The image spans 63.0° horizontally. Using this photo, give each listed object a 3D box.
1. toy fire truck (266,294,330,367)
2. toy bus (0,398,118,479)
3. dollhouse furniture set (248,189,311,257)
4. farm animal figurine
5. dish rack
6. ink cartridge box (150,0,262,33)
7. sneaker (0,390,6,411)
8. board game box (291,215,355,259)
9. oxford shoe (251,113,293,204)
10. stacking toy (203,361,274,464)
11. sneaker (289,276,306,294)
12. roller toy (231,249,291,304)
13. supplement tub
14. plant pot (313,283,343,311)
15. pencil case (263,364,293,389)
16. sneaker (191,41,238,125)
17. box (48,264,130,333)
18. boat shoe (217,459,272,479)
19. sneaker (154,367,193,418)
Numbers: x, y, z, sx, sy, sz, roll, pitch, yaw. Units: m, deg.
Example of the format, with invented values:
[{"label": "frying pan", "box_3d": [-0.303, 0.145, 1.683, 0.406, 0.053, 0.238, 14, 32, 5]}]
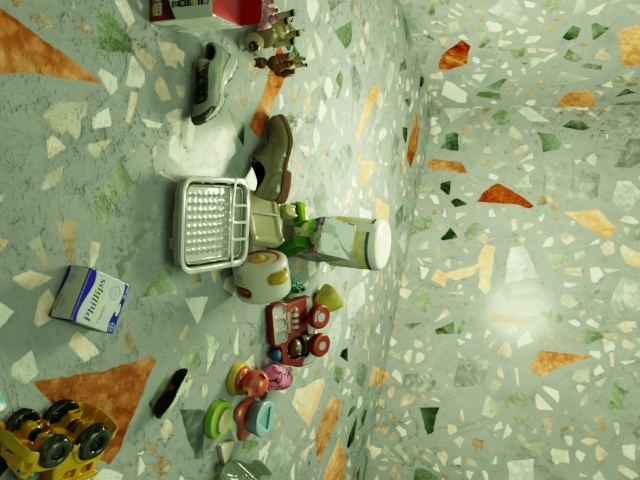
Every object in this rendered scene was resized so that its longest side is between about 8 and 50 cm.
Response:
[{"label": "toy fire truck", "box_3d": [-0.106, 0.373, 2.118, 0.253, 0.169, 0.302, -13, 108, -39]}, {"label": "toy bus", "box_3d": [-0.586, 0.475, 1.130, 0.220, 0.149, 0.211, 13, 100, -63]}, {"label": "dollhouse furniture set", "box_3d": [-0.197, -0.055, 1.910, 0.301, 0.151, 0.198, 8, 67, -48]}, {"label": "farm animal figurine", "box_3d": [-0.182, -0.692, 1.705, 0.327, 0.172, 0.330, -55, 137, -66]}, {"label": "dish rack", "box_3d": [-0.337, -0.054, 1.600, 0.333, 0.072, 0.286, -9, 104, -64]}, {"label": "ink cartridge box", "box_3d": [-0.289, -0.708, 1.324, 0.130, 0.271, 0.310, -16, 109, -63]}, {"label": "sneaker", "box_3d": [-0.681, 0.307, 0.983, 0.162, 0.063, 0.073, 1, 77, -69]}, {"label": "board game box", "box_3d": [0.000, 0.000, 2.061, 0.144, 0.275, 0.142, 14, 80, -26]}, {"label": "oxford shoe", "box_3d": [-0.175, -0.302, 1.836, 0.130, 0.123, 0.348, 8, 65, -25]}, {"label": "stacking toy", "box_3d": [-0.261, 0.621, 1.840, 0.279, 0.130, 0.309, -54, 141, -47]}, {"label": "sneaker", "box_3d": [-0.109, 0.177, 2.129, 0.166, 0.076, 0.065, 43, 56, -59]}, {"label": "roller toy", "box_3d": [-0.202, 0.117, 1.780, 0.209, 0.191, 0.146, -98, -178, -69]}, {"label": "supplement tub", "box_3d": [0.133, 0.008, 2.324, 0.228, 0.316, 0.228, -24, 117, -61]}, {"label": "plant pot", "box_3d": [0.025, 0.280, 2.401, 0.095, 0.134, 0.134, -36, 132, -25]}, {"label": "pencil case", "box_3d": [-0.165, 0.528, 2.026, 0.098, 0.095, 0.209, -42, 164, -4]}, {"label": "sneaker", "box_3d": [-0.331, -0.453, 1.519, 0.108, 0.100, 0.272, 36, 59, -46]}, {"label": "box", "box_3d": [-0.535, 0.140, 1.220, 0.137, 0.072, 0.126, 46, 54, -58]}, {"label": "boat shoe", "box_3d": [-0.279, 0.863, 1.877, 0.103, 0.118, 0.320, -51, 157, -3]}, {"label": "sneaker", "box_3d": [-0.423, 0.463, 1.543, 0.075, 0.057, 0.161, 66, 35, -38]}]
